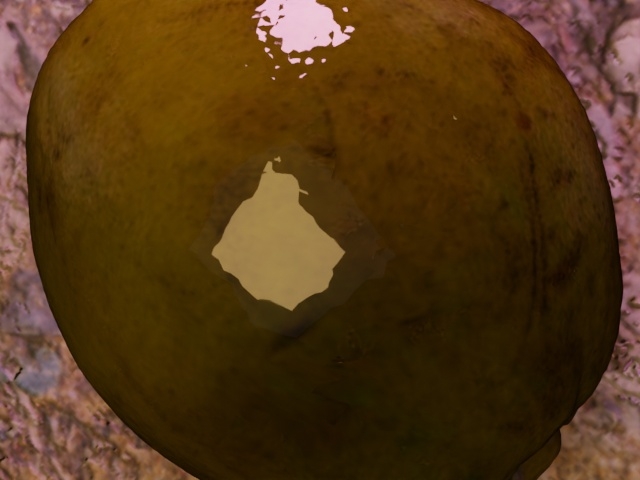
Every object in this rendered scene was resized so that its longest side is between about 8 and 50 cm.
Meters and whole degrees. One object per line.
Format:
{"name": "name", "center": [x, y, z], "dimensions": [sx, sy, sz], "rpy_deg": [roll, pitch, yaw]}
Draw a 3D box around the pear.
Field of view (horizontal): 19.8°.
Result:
{"name": "pear", "center": [0.000, 0.000, 1.136], "dimensions": [0.413, 0.352, 0.352], "rpy_deg": [43, 105, 1]}
